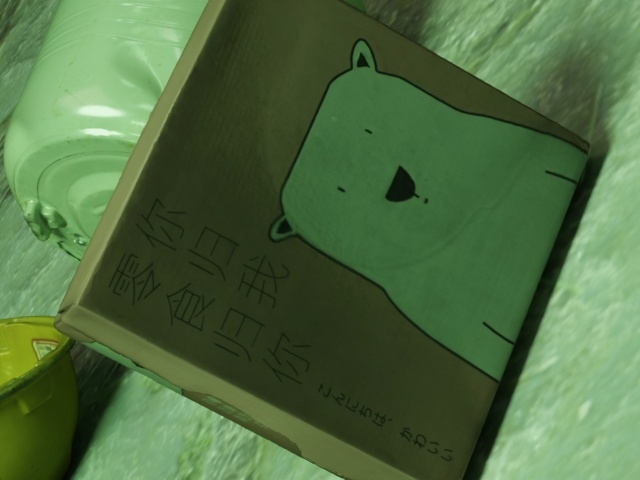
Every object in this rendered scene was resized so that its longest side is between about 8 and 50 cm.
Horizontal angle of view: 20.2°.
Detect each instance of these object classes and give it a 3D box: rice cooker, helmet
[{"bbox_3d":[-0.080,-0.095,1.196,0.226,0.226,0.244,-31,36,46],"label":"rice cooker"},{"bbox_3d":[-0.280,0.161,1.319,0.257,0.140,0.205,-23,17,-15],"label":"helmet"}]

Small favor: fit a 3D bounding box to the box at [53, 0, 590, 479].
[{"bbox_3d":[0.000,0.000,0.911,0.215,0.215,0.086,-67,14,-20],"label":"box"}]
